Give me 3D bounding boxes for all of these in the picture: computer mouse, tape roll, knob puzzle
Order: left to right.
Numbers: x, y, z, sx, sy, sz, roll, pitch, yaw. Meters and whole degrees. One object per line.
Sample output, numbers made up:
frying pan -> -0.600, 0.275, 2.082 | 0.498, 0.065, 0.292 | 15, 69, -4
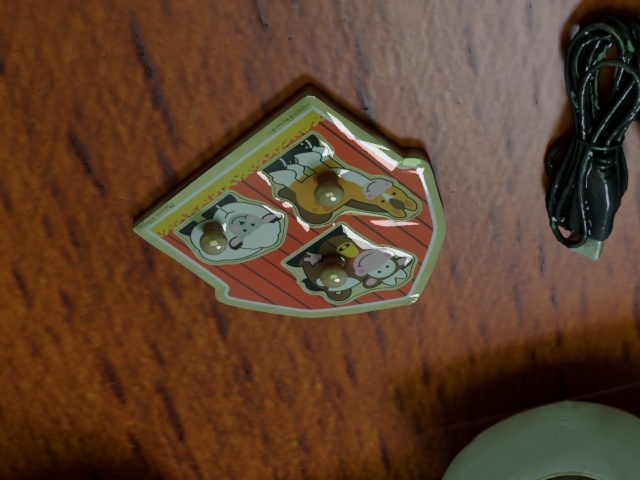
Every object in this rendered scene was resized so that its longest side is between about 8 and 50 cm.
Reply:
knob puzzle -> 0.000, 0.000, 1.141 | 0.213, 0.030, 0.213 | -2, 136, -2
tape roll -> 0.190, 0.228, 1.257 | 0.219, 0.219, 0.072 | -14, 171, 11
computer mouse -> 0.285, -0.053, 1.072 | 0.272, 0.072, 0.188 | -1, 136, -3

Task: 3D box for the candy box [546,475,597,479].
candy box -> 0.149, 0.275, 1.398 | 0.316, 0.087, 0.183 | -15, 135, 12
